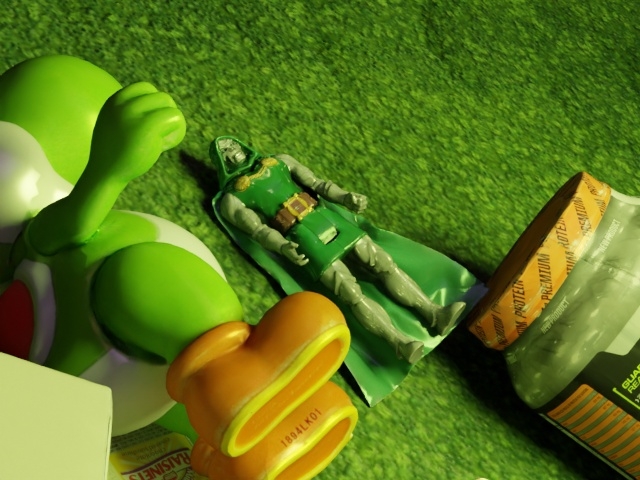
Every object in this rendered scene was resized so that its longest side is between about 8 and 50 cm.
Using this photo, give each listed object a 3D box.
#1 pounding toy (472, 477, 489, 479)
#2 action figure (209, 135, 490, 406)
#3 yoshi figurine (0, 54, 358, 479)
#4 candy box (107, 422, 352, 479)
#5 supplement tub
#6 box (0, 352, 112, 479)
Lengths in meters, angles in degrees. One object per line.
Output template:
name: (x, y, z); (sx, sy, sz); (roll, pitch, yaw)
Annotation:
pounding toy: (0.101, 0.258, 0.878); (0.237, 0.183, 0.110); (46, 66, -8)
action figure: (0.000, 0.000, 1.136); (0.232, 0.063, 0.137); (40, 60, 15)
yoshi figurine: (-0.121, -0.008, 0.937); (0.362, 0.203, 0.203); (36, 16, 24)
candy box: (-0.082, 0.117, 0.974); (0.206, 0.027, 0.105); (-12, 56, -45)
supplement tub: (0.281, 0.098, 1.153); (0.316, 0.193, 0.193); (37, 36, -1)
box: (-0.271, 0.109, 0.732); (0.311, 0.148, 0.121); (22, 38, -21)
